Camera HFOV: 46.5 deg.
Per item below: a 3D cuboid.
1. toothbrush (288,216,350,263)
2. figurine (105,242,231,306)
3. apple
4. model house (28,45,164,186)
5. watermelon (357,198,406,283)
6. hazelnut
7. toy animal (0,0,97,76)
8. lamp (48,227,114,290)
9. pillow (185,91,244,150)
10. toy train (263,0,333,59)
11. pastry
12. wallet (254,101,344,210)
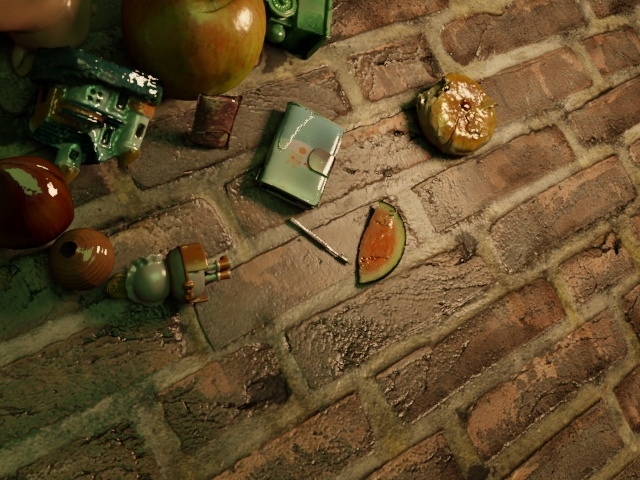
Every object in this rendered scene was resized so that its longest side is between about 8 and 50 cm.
[{"bbox_3d":[-0.001,0.002,1.906,0.194,0.014,0.017,35,63,-14],"label":"toothbrush"},{"bbox_3d":[-0.330,0.085,1.647,0.271,0.143,0.143,-19,85,-32],"label":"figurine"},{"bbox_3d":[-0.293,-0.495,1.727,0.340,0.339,0.339,8,72,-25],"label":"apple"},{"bbox_3d":[-0.505,-0.246,1.618,0.253,0.184,0.291,18,86,-45],"label":"model house"},{"bbox_3d":[0.166,0.011,1.970,0.119,0.063,0.245,16,73,-3],"label":"watermelon"},{"bbox_3d":[-0.604,-0.087,1.505,0.208,0.208,0.208,8,72,-25],"label":"hazelnut"},{"bbox_3d":[-0.635,-0.510,1.582,0.326,0.269,0.237,-3,79,-38],"label":"toy animal"},{"bbox_3d":[-0.503,0.039,1.568,0.136,0.136,0.136,8,72,-25],"label":"lamp"},{"bbox_3d":[-0.255,-0.285,1.774,0.118,0.185,0.043,-2,53,-26],"label":"pillow"},{"bbox_3d":[-0.078,-0.637,1.983,0.202,0.145,0.266,14,70,-26],"label":"toy train"},{"bbox_3d":[0.402,-0.363,2.160,0.257,0.121,0.235,-38,95,-30],"label":"pastry"},{"bbox_3d":[-0.049,-0.214,1.911,0.176,0.075,0.250,26,66,-15],"label":"wallet"}]
